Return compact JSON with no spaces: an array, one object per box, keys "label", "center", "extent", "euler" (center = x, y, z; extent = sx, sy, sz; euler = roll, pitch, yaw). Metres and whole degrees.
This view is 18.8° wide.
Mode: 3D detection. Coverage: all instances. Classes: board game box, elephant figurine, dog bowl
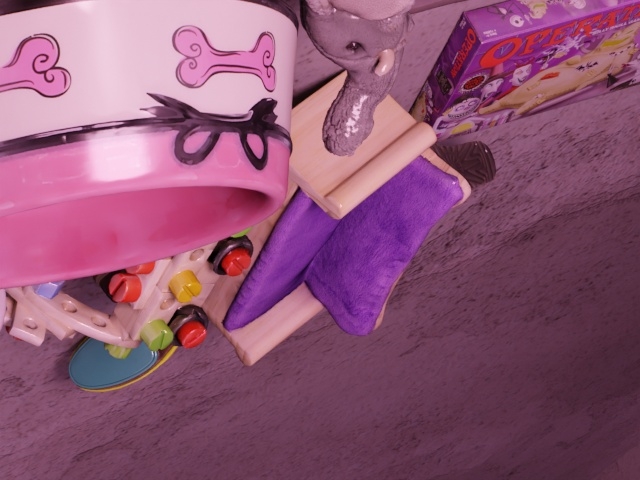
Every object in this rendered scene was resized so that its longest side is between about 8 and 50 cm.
[{"label":"board game box","center":[0.276,-0.211,2.087],"extent":[0.346,0.056,0.208],"euler":[-17,154,-24]},{"label":"elephant figurine","center":[0.041,-0.218,1.553],"extent":[0.239,0.186,0.169],"euler":[-37,163,6]},{"label":"dog bowl","center":[-0.204,-0.069,1.535],"extent":[0.407,0.150,0.408],"euler":[-11,170,-2]}]

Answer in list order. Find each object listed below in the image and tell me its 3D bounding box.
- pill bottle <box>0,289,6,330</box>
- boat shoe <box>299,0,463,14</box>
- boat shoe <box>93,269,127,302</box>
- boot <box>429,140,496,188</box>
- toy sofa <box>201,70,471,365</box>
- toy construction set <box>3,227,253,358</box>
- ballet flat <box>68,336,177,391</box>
[{"label":"pill bottle","center":[-0.407,0.115,1.878],"extent":[0.161,0.161,0.283],"euler":[-15,157,-28]},{"label":"boat shoe","center":[0.138,-0.269,1.682],"extent":[0.335,0.112,0.095],"euler":[-19,163,-9]},{"label":"boat shoe","center":[-0.176,0.037,2.129],"extent":[0.152,0.049,0.056],"euler":[-15,157,-29]},{"label":"boot","center":[0.070,-0.048,2.143],"extent":[0.208,0.076,0.189],"euler":[-17,171,40]},{"label":"toy sofa","center":[0.000,0.000,2.023],"extent":[0.150,0.177,0.362],"euler":[-37,168,-32]},{"label":"toy construction set","center":[-0.189,0.019,1.917],"extent":[0.215,0.151,0.327],"euler":[0,148,-45]},{"label":"ballet flat","center":[-0.189,0.103,2.254],"extent":[0.231,0.077,0.077],"euler":[-35,175,16]}]
